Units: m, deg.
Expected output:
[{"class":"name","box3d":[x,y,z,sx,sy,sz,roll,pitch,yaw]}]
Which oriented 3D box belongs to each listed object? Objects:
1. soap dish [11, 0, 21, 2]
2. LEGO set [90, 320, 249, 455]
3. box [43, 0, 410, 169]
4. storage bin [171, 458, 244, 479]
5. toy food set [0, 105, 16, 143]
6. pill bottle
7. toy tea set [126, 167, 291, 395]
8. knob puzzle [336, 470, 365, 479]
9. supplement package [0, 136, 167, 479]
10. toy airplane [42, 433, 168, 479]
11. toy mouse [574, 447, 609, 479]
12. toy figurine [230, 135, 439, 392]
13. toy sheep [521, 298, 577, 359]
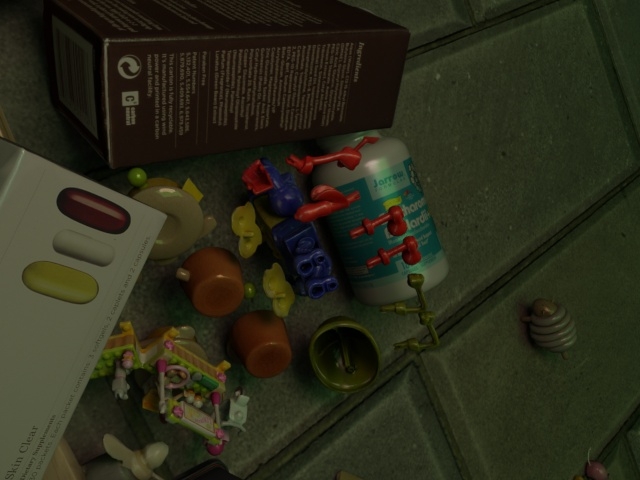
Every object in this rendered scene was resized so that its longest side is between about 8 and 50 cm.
[{"class":"soap dish","box3d":[-0.279,-0.389,0.719,0.229,0.118,0.291,49,45,-4]},{"class":"LEGO set","box3d":[-0.200,0.167,0.708,0.287,0.132,0.107,18,30,-26]},{"class":"box","box3d":[-0.103,-0.205,0.801,0.382,0.191,0.143,-15,127,-32]},{"class":"storage bin","box3d":[-0.120,0.344,0.809,0.098,0.091,0.135,-18,94,-37]},{"class":"toy food set","box3d":[-0.415,-0.144,0.638,0.220,0.092,0.306,-27,106,-36]},{"class":"pill bottle","box3d":[0.078,-0.049,0.976,0.146,0.146,0.264,-28,101,-36]},{"class":"toy tea set","box3d":[-0.173,0.060,0.797,0.200,0.124,0.336,-33,127,0]},{"class":"knob puzzle","box3d":[0.073,0.451,0.959,0.213,0.030,0.213,22,53,-33]},{"class":"supplement package","box3d":[-0.294,0.046,0.587,0.145,0.204,0.261,28,85,-49]},{"class":"toy airplane","box3d":[-0.164,0.391,0.644,0.272,0.385,0.385,4,91,-62]},{"class":"toy mouse","box3d":[0.544,0.494,1.326,0.143,0.031,0.160,24,70,-32]},{"class":"toy figurine","box3d":[0.000,0.000,0.889,0.191,0.217,0.362,-28,125,-4]},{"class":"toy sheep","box3d":[0.427,0.163,1.247,0.091,0.091,0.132,-43,109,-33]}]
